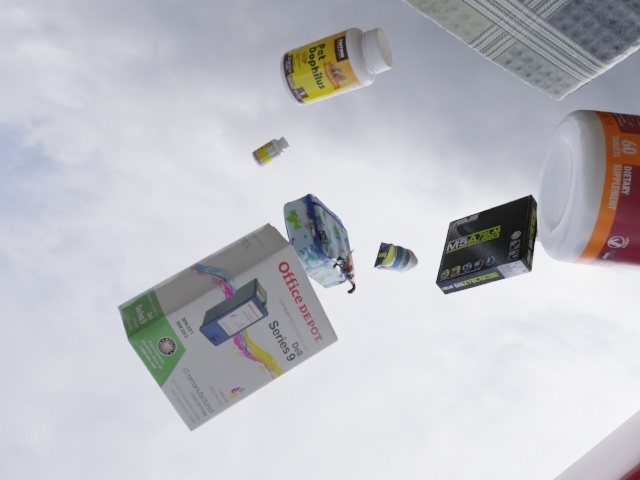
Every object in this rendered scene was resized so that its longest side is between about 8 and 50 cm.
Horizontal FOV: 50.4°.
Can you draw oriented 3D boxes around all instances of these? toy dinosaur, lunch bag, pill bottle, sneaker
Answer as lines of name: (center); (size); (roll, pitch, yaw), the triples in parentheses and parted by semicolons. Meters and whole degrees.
toy dinosaur: (0.059, 0.076, 1.456); (0.082, 0.090, 0.047); (45, -144, -19)
lunch bag: (0.000, 0.000, 1.540); (0.219, 0.090, 0.176); (41, -148, -57)
pill bottle: (-0.113, -0.205, 1.562); (0.043, 0.083, 0.043); (57, -169, -17)
sneaker: (0.135, 0.034, 1.241); (0.059, 0.053, 0.144); (15, -179, -8)
pill bottle: (0.033, -0.356, 1.376); (0.215, 0.117, 0.117); (-13, -156, 26)
pill bottle: (0.294, -0.031, 0.526); (0.221, 0.121, 0.121); (6, -145, 3)

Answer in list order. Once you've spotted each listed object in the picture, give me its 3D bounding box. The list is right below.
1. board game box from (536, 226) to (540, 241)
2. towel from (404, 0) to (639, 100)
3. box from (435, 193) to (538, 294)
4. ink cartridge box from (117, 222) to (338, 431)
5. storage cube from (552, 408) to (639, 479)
board game box: (0.555, -0.039, 1.486); (0.027, 0.145, 0.281); (55, -178, -7)
towel: (0.266, -0.314, 0.720); (0.324, 0.312, 0.056); (25, -126, -25)
box: (0.328, 0.009, 1.332); (0.045, 0.191, 0.184); (46, -136, -27)
ink cartridge box: (-0.108, 0.100, 0.817); (0.212, 0.154, 0.093); (-30, -152, -12)
storage cube: (0.318, 0.233, 0.551); (0.183, 0.193, 0.215); (49, -173, 17)
